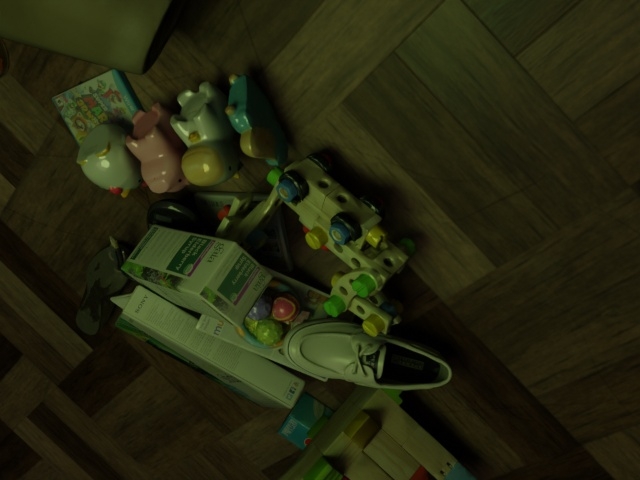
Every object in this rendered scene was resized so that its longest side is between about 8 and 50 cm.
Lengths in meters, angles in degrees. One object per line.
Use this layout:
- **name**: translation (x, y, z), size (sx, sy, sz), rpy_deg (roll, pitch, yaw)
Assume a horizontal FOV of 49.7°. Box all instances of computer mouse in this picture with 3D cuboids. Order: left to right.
- **computer mouse**: translation (-0.283, -0.004, 1.213), size (0.184, 0.060, 0.262), rpy_deg (13, 142, 6)

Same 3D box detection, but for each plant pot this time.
- **plant pot**: translation (-0.312, -0.367, 0.887), size (0.280, 0.323, 0.323), rpy_deg (27, 130, -12)

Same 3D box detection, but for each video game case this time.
- **video game case**: translation (-0.369, -0.213, 1.170), size (0.166, 0.015, 0.119), rpy_deg (-12, 113, 32)
- **video game case**: translation (-0.130, -0.015, 1.172), size (0.157, 0.019, 0.143), rpy_deg (3, 121, 24)

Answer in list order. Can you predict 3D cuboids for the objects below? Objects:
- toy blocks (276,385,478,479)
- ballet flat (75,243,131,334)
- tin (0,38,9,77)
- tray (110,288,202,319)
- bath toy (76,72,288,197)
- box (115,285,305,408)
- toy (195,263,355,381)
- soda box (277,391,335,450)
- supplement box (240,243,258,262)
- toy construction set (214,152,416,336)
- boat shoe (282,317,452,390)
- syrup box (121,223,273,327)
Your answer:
- **toy blocks**: translation (0.085, 0.437, 1.182), size (0.261, 0.381, 0.191), rpy_deg (44, 170, -7)
- **ballet flat**: translation (-0.425, 0.092, 1.375), size (0.084, 0.058, 0.249), rpy_deg (32, 124, 1)
- **tin**: translation (-0.629, -0.352, 1.202), size (0.190, 0.040, 0.106), rpy_deg (35, 125, 3)
- **tray**: translation (-0.256, 0.118, 1.281), size (0.270, 0.030, 0.145), rpy_deg (-13, 138, 38)
- **bath toy**: translation (-0.224, -0.136, 1.073), size (0.348, 0.151, 0.129), rpy_deg (-9, 147, 30)
- **box**: translation (-0.204, 0.196, 1.216), size (0.322, 0.058, 0.232), rpy_deg (33, 159, -10)
- **toy**: translation (-0.062, 0.128, 1.113), size (0.237, 0.136, 0.056), rpy_deg (25, 175, -17)
- **soda box**: translation (0.030, 0.384, 1.310), size (0.210, 0.071, 0.067), rpy_deg (34, 129, 4)
- **supplement box**: translation (-0.136, 0.035, 1.160), size (0.043, 0.055, 0.083), rpy_deg (8, 122, 22)
- **toy construction set**: translation (0.000, 0.000, 1.043), size (0.328, 0.151, 0.215), rpy_deg (28, 144, 9)
- **boat shoe**: translation (0.077, 0.186, 1.081), size (0.268, 0.088, 0.096), rpy_deg (17, 86, -12)
- **syrup box**: translation (-0.192, 0.048, 1.050), size (0.237, 0.093, 0.096), rpy_deg (10, 151, 48)
